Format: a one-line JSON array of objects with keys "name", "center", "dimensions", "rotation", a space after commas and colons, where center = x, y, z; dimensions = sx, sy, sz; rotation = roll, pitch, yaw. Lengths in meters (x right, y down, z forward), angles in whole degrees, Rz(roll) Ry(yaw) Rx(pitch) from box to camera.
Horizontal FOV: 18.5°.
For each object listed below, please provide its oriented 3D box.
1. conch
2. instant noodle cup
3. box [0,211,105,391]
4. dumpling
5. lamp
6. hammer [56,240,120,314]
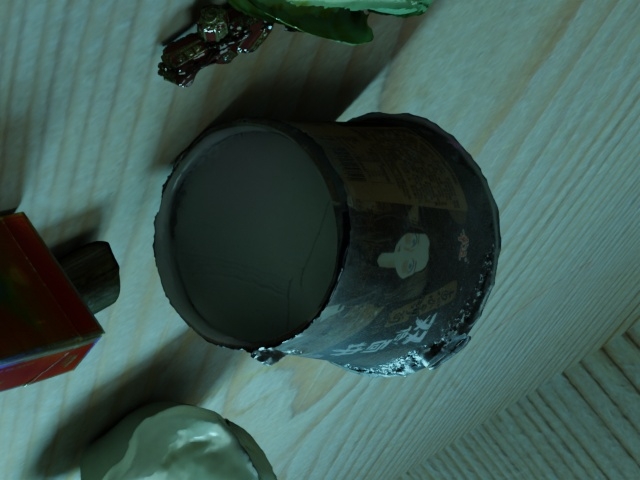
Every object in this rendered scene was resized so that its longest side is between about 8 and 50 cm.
[{"name": "conch", "center": [-0.004, -0.163, 1.246], "dimensions": [0.170, 0.079, 0.106], "rotation": [-7, 145, -33]}, {"name": "instant noodle cup", "center": [0.000, 0.000, 1.499], "dimensions": [0.217, 0.217, 0.207], "rotation": [-43, 157, 22]}, {"name": "box", "center": [-0.236, 0.047, 1.272], "dimensions": [0.048, 0.112, 0.175], "rotation": [-46, 161, 32]}, {"name": "dumpling", "center": [-0.164, 0.274, 1.974], "dimensions": [0.243, 0.187, 0.318], "rotation": [-35, 169, -19]}, {"name": "lamp", "center": [-0.063, -0.131, 1.279], "dimensions": [0.063, 0.031, 0.083], "rotation": [-45, 168, 31]}, {"name": "hammer", "center": [-0.289, 0.100, 1.362], "dimensions": [0.409, 0.095, 0.242], "rotation": [-28, 163, -38]}]
